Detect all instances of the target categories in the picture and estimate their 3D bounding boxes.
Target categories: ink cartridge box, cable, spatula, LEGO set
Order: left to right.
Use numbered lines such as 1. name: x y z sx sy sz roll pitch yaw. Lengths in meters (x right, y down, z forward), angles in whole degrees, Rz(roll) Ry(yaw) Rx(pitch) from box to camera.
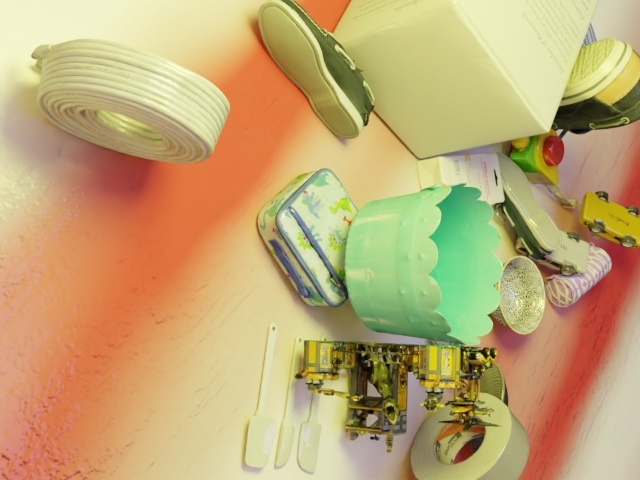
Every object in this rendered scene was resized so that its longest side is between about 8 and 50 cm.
1. cable: -0.257 -0.186 1.126 0.257 0.257 0.089 26 74 -37
2. spatula: -0.052 0.270 1.411 0.168 0.019 0.242 19 73 -38
3. LEGO set: 0.129 0.271 1.390 0.255 0.331 0.192 19 72 -66
4. ink cartridge box: 0.300 -0.122 1.735 0.198 0.067 0.115 -9 91 -40

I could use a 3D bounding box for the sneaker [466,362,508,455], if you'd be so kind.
1. sneaker: 0.365 0.377 1.740 0.118 0.083 0.222 38 53 -53

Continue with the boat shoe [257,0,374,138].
1. boat shoe: -0.003 -0.321 1.471 0.091 0.114 0.302 -58 132 -29

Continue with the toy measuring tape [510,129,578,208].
1. toy measuring tape: 0.538 -0.186 1.929 0.330 0.121 0.121 30 66 -44

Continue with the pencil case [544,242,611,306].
1. pencil case: 0.625 0.082 1.983 0.206 0.086 0.088 -32 102 -39

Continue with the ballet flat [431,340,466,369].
1. ballet flat: 0.252 0.180 1.669 0.068 0.072 0.213 -2 85 -14

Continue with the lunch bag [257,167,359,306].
1. lunch bag: 0.000 0.000 1.444 0.176 0.090 0.219 -44 112 -33

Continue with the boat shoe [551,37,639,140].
1. boat shoe: 0.517 -0.299 1.695 0.156 0.500 0.187 38 88 -11

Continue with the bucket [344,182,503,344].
1. bucket: 0.181 0.041 1.417 0.281 0.183 0.281 4 85 -55

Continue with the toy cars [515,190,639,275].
1. toy cars: 0.616 -0.011 1.965 0.393 0.087 0.176 -19 80 -27

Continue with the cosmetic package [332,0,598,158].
1. cosmetic package: 0.280 -0.427 1.579 0.327 0.329 0.394 43 60 -30

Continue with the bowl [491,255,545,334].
1. bowl: 0.411 0.121 1.795 0.170 0.080 0.170 6 81 -40

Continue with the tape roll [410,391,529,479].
1. tape roll: 0.280 0.396 1.555 0.072 0.219 0.219 50 56 -26

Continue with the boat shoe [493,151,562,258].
1. boat shoe: 0.440 -0.077 1.828 0.095 0.079 0.254 -32 85 -39

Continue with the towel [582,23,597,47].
1. towel: 0.622 -0.489 2.081 0.336 0.040 0.243 -35 108 -39
